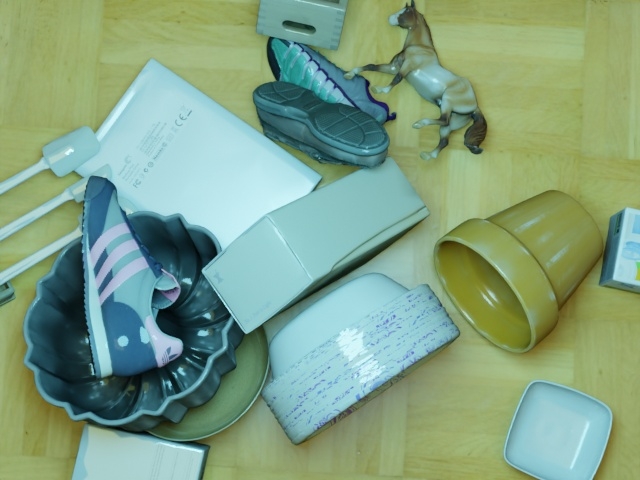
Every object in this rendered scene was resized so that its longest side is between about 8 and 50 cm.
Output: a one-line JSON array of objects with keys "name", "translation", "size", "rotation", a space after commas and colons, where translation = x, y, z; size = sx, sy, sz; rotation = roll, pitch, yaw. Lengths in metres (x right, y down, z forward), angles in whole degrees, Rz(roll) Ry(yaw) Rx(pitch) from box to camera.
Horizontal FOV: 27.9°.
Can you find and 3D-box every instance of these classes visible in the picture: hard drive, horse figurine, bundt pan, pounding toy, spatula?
[{"name": "hard drive", "translation": [-0.187, -0.101, 1.960], "size": [0.318, 0.040, 0.210], "rotation": [35, 85, 4]}, {"name": "horse figurine", "translation": [0.163, -0.227, 1.946], "size": [0.263, 0.066, 0.174], "rotation": [46, 55, 11]}, {"name": "bundt pan", "translation": [-0.253, 0.129, 1.853], "size": [0.330, 0.124, 0.331], "rotation": [-8, 61, 14]}, {"name": "pounding toy", "translation": [-0.042, -0.400, 1.970], "size": [0.181, 0.094, 0.206], "rotation": [12, 50, -1]}, {"name": "spatula", "translation": [-0.414, -0.049, 1.925], "size": [0.242, 0.019, 0.168], "rotation": [-30, 85, -4]}]

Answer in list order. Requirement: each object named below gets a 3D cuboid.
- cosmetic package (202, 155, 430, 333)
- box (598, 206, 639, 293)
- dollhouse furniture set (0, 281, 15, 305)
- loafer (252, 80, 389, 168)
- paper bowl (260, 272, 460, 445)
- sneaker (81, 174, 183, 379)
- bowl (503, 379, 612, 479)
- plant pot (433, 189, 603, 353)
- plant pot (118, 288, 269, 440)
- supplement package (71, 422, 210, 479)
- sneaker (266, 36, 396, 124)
[{"name": "cosmetic package", "translation": [0.000, 0.000, 1.805], "size": [0.160, 0.309, 0.113], "rotation": [-39, 84, 40]}, {"name": "box", "translation": [0.530, 0.031, 1.912], "size": [0.203, 0.103, 0.114], "rotation": [11, 83, 1]}, {"name": "dollhouse furniture set", "translation": [-0.575, 0.047, 1.937], "size": [0.161, 0.101, 0.182], "rotation": [-28, 83, -28]}, {"name": "loafer", "translation": [0.004, -0.155, 1.890], "size": [0.096, 0.084, 0.267], "rotation": [-26, 40, -32]}, {"name": "paper bowl", "translation": [0.043, 0.152, 1.810], "size": [0.284, 0.284, 0.148], "rotation": [-34, 80, -4]}, {"name": "sneaker", "translation": [-0.262, 0.045, 1.784], "size": [0.131, 0.112, 0.319], "rotation": [-5, 59, -8]}, {"name": "bowl", "translation": [0.349, 0.287, 1.909], "size": [0.142, 0.053, 0.142], "rotation": [21, 84, 3]}, {"name": "plant pot", "translation": [0.301, 0.028, 1.879], "size": [0.188, 0.205, 0.205], "rotation": [-37, 84, -19]}, {"name": "plant pot", "translation": [-0.182, 0.185, 1.894], "size": [0.236, 0.032, 0.236], "rotation": [-7, 63, 15]}, {"name": "supplement package", "translation": [-0.262, 0.332, 1.878], "size": [0.179, 0.105, 0.105], "rotation": [13, 86, 1]}, {"name": "sneaker", "translation": [0.014, -0.241, 1.974], "size": [0.098, 0.083, 0.224], "rotation": [-30, 72, -38]}]
